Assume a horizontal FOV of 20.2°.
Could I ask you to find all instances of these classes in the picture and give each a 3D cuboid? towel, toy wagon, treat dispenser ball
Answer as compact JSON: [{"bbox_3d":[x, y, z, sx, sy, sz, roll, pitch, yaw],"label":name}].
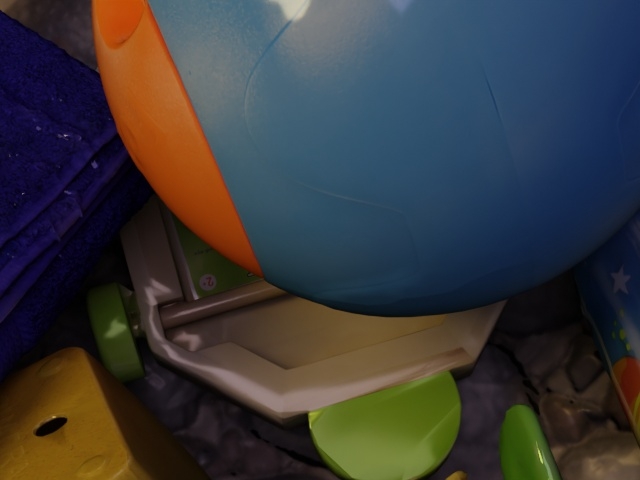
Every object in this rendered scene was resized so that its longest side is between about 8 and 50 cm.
[{"bbox_3d":[-0.217,-0.023,0.827,0.227,0.076,0.308,36,41,-3],"label":"towel"},{"bbox_3d":[0.000,0.000,0.989,0.267,0.068,0.344,-16,75,-4],"label":"toy wagon"},{"bbox_3d":[0.039,-0.109,0.833,0.288,0.288,0.288,0,74,1],"label":"treat dispenser ball"}]

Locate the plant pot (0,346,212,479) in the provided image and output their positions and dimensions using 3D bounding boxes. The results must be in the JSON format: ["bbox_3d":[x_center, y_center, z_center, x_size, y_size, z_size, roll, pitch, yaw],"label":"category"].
[{"bbox_3d":[-0.126,0.178,0.826,0.212,0.212,0.187,-28,114,-7],"label":"plant pot"}]

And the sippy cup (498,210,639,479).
[{"bbox_3d":[0.248,0.062,0.897,0.240,0.305,0.224,-45,60,31],"label":"sippy cup"}]
